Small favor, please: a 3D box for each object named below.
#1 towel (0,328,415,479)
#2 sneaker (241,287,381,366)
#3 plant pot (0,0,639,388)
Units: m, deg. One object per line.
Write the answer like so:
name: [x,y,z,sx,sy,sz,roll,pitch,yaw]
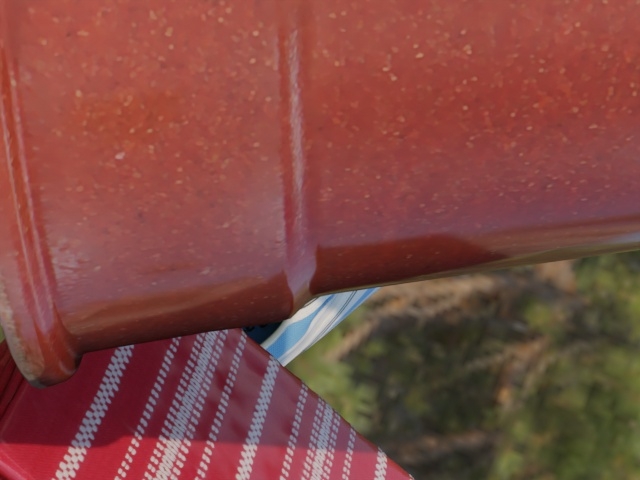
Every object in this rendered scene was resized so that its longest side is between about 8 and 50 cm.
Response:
towel: [-0.008,0.116,0.710,0.031,0.275,0.199,-43,-167,21]
sneaker: [0.000,0.000,1.117,0.237,0.085,0.086,-44,170,-14]
plant pot: [0.053,-0.106,0.506,0.272,0.265,0.272,177,-90,-88]
